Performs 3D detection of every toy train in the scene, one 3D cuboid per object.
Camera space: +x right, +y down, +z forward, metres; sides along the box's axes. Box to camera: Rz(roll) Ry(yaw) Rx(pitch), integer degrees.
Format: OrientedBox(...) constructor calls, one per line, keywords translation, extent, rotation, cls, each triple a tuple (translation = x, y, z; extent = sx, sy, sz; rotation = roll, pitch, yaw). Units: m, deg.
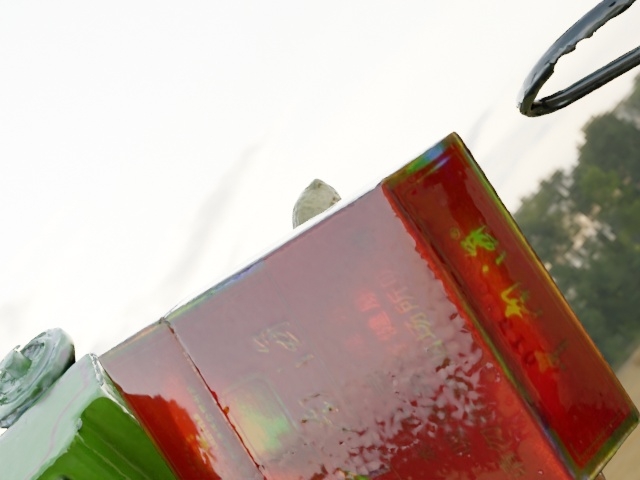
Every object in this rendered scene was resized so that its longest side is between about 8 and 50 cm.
OrientedBox(translation=(-0.222, 0.213, 1.037), extent=(0.307, 0.173, 0.249), rotation=(-44, 21, 0), cls="toy train")

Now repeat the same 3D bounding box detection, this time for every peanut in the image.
OrientedBox(translation=(0.000, 0.000, 1.128), extent=(0.054, 0.053, 0.113), rotation=(105, 165, -65), cls="peanut")

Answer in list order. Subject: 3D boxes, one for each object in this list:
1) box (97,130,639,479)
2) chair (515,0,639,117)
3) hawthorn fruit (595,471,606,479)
OrientedBox(translation=(0.013, 0.091, 0.836), extent=(0.313, 0.197, 0.089), rotation=(-31, 4, 46), cls="box")
OrientedBox(translation=(0.246, -0.043, 0.731), extent=(0.226, 0.401, 0.226), rotation=(-26, -15, -7), cls="chair")
OrientedBox(translation=(0.222, 0.233, 1.184), extent=(0.093, 0.081, 0.081), rotation=(-44, -13, -15), cls="hawthorn fruit")
